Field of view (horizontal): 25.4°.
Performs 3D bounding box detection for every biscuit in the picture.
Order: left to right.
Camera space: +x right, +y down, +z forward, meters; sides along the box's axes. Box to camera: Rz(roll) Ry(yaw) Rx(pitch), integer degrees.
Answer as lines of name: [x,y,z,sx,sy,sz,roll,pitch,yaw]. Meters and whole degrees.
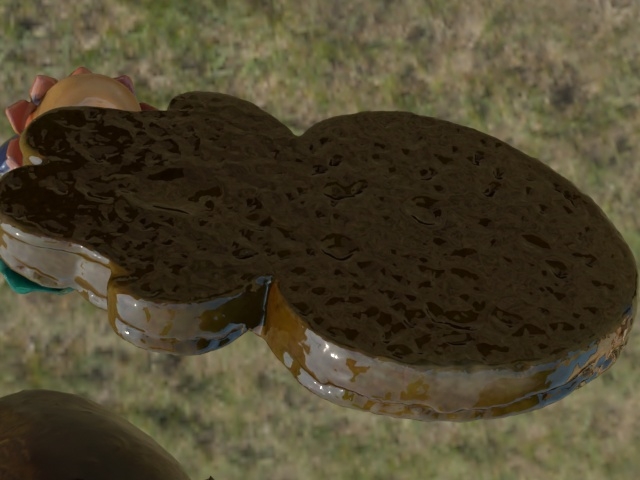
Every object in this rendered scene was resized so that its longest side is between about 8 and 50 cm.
biscuit: [0.000,0.000,0.393,0.175,0.124,0.026,11,125,1]

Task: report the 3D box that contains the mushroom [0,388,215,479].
mushroom: [-0.225,0.246,0.979,0.345,0.345,0.239,-32,99,28]

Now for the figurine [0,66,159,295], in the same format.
figurine: [-0.134,-0.031,0.798,0.111,0.102,0.195,3,161,-20]
